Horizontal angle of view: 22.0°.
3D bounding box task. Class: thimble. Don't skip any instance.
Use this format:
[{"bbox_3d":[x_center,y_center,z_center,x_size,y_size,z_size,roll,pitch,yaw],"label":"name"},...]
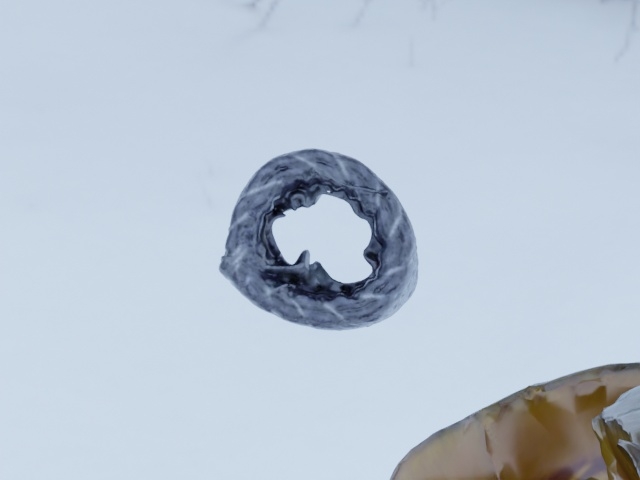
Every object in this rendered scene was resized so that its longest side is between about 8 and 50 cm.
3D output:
[{"bbox_3d":[0.002,0.000,0.892,0.104,0.095,0.066,10,-1,7],"label":"thimble"}]

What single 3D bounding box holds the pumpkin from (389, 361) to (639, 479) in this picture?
[{"bbox_3d":[0.071,0.153,0.501,0.320,0.192,0.320,-26,-2,-1],"label":"pumpkin"}]
